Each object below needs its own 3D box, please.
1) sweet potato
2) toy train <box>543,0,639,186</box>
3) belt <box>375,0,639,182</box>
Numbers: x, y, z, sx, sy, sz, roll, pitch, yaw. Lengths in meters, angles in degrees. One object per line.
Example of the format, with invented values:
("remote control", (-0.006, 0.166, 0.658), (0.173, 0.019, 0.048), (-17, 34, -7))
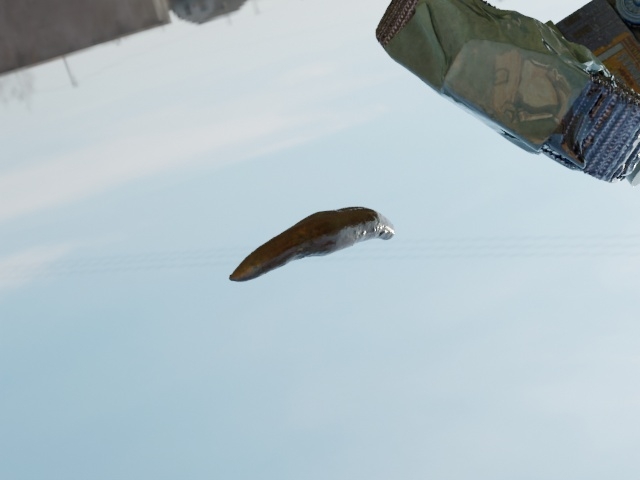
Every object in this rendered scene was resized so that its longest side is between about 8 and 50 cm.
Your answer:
("sweet potato", (0.002, -0.005, 1.192), (0.255, 0.058, 0.078), (-19, 158, -35))
("toy train", (0.468, -0.242, 1.405), (0.202, 0.300, 0.131), (-33, 163, 4))
("belt", (0.214, -0.183, 1.027), (0.325, 0.122, 0.260), (36, -159, 11))
